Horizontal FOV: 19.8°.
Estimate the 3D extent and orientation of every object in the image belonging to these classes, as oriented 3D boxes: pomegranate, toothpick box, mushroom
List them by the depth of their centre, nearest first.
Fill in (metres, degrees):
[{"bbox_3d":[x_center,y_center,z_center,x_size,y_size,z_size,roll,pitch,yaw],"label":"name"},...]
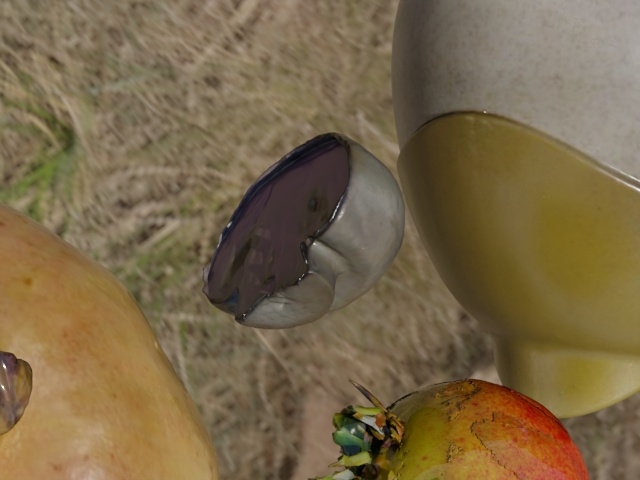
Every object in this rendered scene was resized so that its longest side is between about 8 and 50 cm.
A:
[{"bbox_3d":[-0.203,0.122,0.850,0.338,0.338,0.338,-7,111,-18],"label":"pomegranate"},{"bbox_3d":[0.101,0.208,1.440,0.235,0.210,0.210,29,98,-16],"label":"pomegranate"},{"bbox_3d":[0.000,0.000,1.443,0.117,0.141,0.188,15,145,-31],"label":"mushroom"},{"bbox_3d":[0.275,-0.092,1.673,0.409,0.409,0.425,-15,111,-14],"label":"toothpick box"}]
